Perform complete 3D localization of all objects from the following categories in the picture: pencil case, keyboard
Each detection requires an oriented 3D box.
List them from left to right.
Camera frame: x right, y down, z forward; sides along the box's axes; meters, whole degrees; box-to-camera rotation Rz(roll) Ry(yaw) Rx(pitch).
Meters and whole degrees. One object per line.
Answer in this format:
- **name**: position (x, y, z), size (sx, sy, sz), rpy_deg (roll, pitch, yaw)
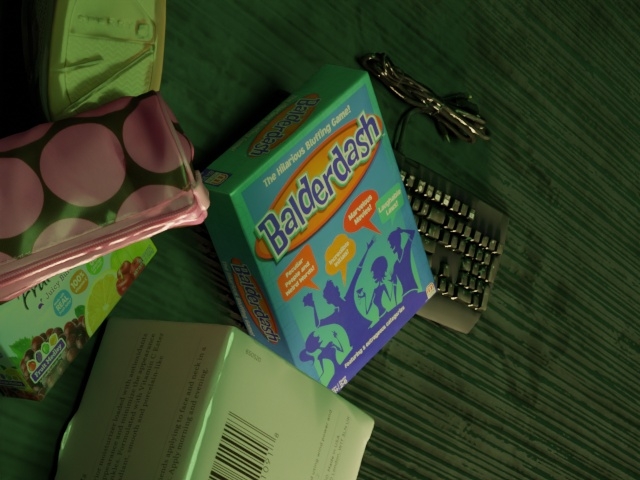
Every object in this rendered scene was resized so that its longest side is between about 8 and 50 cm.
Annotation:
- **pencil case**: position (-0.167, -0.014, 1.040), size (0.209, 0.098, 0.095), rpy_deg (-25, 128, -17)
- **keyboard**: position (0.066, -0.052, 1.450), size (0.317, 0.033, 0.202), rpy_deg (25, 72, -50)

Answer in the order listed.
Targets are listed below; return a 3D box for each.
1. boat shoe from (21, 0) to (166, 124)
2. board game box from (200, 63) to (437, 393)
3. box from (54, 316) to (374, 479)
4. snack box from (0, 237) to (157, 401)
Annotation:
- **boat shoe**: position (-0.142, -0.201, 1.123), size (0.102, 0.092, 0.285), rpy_deg (5, 92, -37)
- **board game box**: position (0.000, 0.000, 1.321), size (0.160, 0.047, 0.210), rpy_deg (-44, 130, -31)
- **box**: position (-0.077, 0.169, 1.204), size (0.182, 0.119, 0.181), rpy_deg (37, 63, -47)
- **snack box**: position (-0.175, 0.018, 1.138), size (0.141, 0.037, 0.100), rpy_deg (-56, 130, -34)
